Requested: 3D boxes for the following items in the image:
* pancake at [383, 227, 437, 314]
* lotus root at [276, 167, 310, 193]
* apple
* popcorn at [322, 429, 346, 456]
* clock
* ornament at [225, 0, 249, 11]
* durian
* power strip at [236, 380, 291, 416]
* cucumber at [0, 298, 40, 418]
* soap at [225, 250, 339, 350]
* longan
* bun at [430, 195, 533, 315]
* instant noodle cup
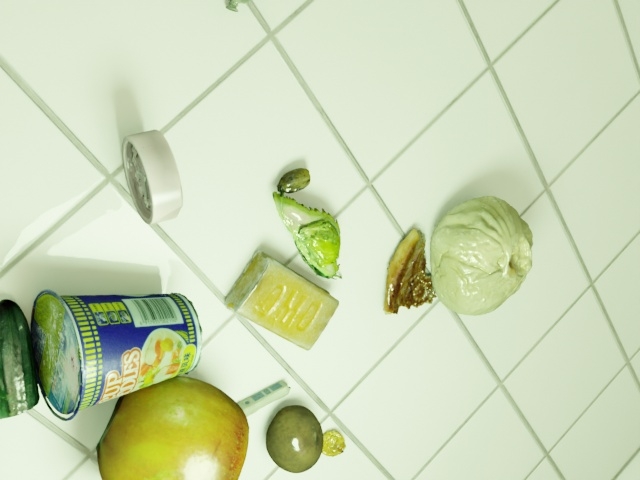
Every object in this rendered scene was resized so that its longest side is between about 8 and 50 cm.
[{"bbox_3d":[0.282,0.118,2.178,0.244,0.057,0.266,31,89,-38],"label":"pancake"},{"bbox_3d":[-0.069,-0.149,1.859,0.099,0.049,0.054,-26,140,-19],"label":"lotus root"},{"bbox_3d":[-0.363,0.508,1.784,0.374,0.374,0.384,-5,150,-31],"label":"apple"},{"bbox_3d":[0.045,0.614,2.205,0.084,0.084,0.084,-12,114,-28],"label":"popcorn"},{"bbox_3d":[-0.363,-0.136,1.588,0.068,0.197,0.196,-16,116,-25],"label":"clock"},{"bbox_3d":[-0.183,-0.556,1.638,0.092,0.041,0.068,-44,103,3],"label":"ornament"},{"bbox_3d":[-0.006,-0.001,1.920,0.107,0.132,0.375,-16,131,22],"label":"durian"},{"bbox_3d":[-0.166,0.438,2.024,0.191,0.047,0.030,-24,115,-24],"label":"power strip"},{"bbox_3d":[-0.655,0.247,1.586,0.115,0.063,0.243,-26,109,-72],"label":"cucumber"},{"bbox_3d":[-0.097,0.163,1.939,0.274,0.089,0.173,33,88,-37],"label":"soap"},{"bbox_3d":[-0.071,0.553,2.060,0.168,0.167,0.187,-1,108,-32],"label":"longan"},{"bbox_3d":[0.486,0.055,2.162,0.352,0.227,0.349,-55,131,-10],"label":"bun"},{"bbox_3d":[-0.446,0.228,1.651,0.312,0.284,0.284,-6,111,-41],"label":"instant noodle cup"}]
